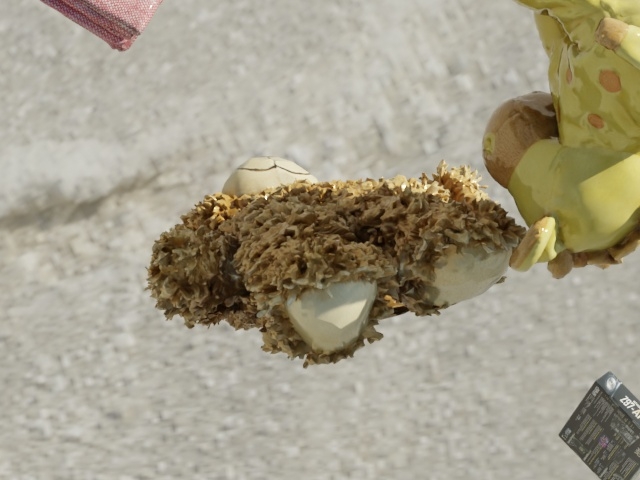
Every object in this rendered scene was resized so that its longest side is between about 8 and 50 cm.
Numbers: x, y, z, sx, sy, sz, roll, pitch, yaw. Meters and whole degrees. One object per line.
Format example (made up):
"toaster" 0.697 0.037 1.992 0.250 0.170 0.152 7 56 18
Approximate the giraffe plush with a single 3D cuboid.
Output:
"giraffe plush" 0.162 -0.071 1.024 0.181 0.210 0.170 6 123 -26

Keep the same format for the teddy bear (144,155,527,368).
"teddy bear" 0.000 0.000 1.161 0.245 0.338 0.113 -20 98 -1

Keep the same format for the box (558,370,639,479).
"box" 0.222 0.147 1.373 0.018 0.083 0.067 -31 67 -33

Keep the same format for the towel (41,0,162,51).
"towel" -0.125 -0.282 0.954 0.237 0.037 0.329 33 62 -9
